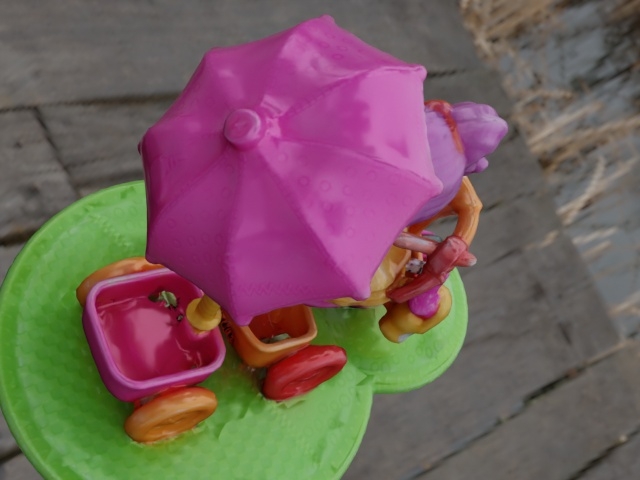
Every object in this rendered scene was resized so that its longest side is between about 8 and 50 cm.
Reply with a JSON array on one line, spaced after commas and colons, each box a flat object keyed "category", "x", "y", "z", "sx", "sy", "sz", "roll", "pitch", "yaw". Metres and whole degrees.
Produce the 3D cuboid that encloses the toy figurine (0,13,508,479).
[{"category": "toy figurine", "x": 0.000, "y": 0.000, "z": 0.418, "sx": 0.173, "sy": 0.159, "sz": 0.130, "roll": -13, "pitch": 70, "yaw": -26}]
